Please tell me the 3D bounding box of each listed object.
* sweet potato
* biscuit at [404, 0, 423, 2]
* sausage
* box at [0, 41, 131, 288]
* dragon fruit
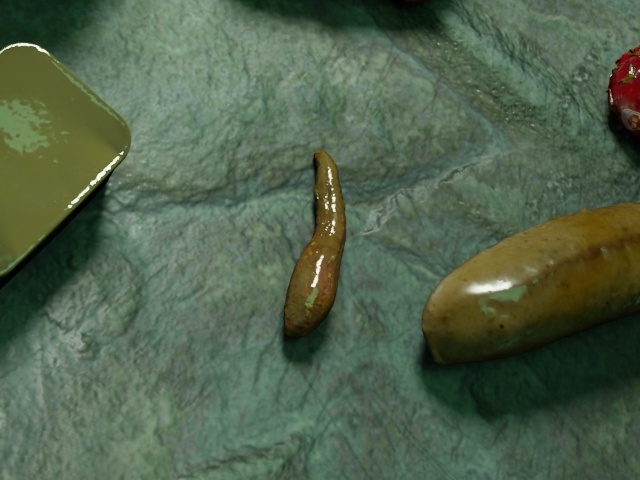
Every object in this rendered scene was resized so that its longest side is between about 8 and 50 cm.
[{"bbox_3d":[0.000,0.000,1.002,0.050,0.050,0.214,20,60,-16],"label":"sweet potato"},{"bbox_3d":[0.065,-0.441,1.078,0.318,0.110,0.312,15,103,-30],"label":"biscuit"},{"bbox_3d":[0.323,0.028,1.088,0.501,0.123,0.136,-10,104,-26],"label":"sausage"},{"bbox_3d":[-0.279,-0.058,0.875,0.144,0.090,0.201,40,60,-5],"label":"box"},{"bbox_3d":[0.410,-0.145,1.213,0.094,0.094,0.190,-22,92,-29],"label":"dragon fruit"}]
